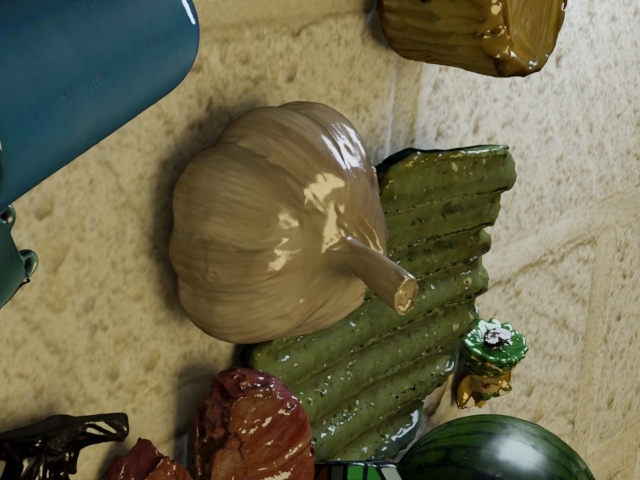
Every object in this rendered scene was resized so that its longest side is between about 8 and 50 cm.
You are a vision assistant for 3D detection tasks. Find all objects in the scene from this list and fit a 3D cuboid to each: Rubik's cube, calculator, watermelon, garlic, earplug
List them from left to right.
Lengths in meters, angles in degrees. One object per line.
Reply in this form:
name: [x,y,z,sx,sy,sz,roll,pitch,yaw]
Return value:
calculator: [-0.252,0.039,1.182,0.141,0.019,0.094,-51,142,-32]
earplug: [-0.180,-0.115,1.137,0.273,0.132,0.132,-38,133,-51]
garlic: [0.000,0.000,1.395,0.218,0.212,0.218,-33,134,-43]
Rubik's cube: [0.033,0.261,1.572,0.112,0.133,0.133,-72,164,-66]
watermelon: [0.181,0.301,1.786,0.242,0.242,0.242,-31,128,-50]

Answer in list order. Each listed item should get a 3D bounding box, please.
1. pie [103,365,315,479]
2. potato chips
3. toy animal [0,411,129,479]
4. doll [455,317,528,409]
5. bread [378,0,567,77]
pie: [-0.089,0.214,1.449,0.218,0.054,0.204,-49,133,-20]
potato chips: [0.062,0.078,1.659,0.429,0.070,0.358,-23,128,-51]
toy animal: [-0.195,0.238,1.269,0.121,0.117,0.210,-17,115,-63]
doll: [0.184,0.138,1.923,0.078,0.076,0.113,-16,150,-28]
bread: [0.151,-0.283,1.591,0.227,0.142,0.253,-22,118,-52]
